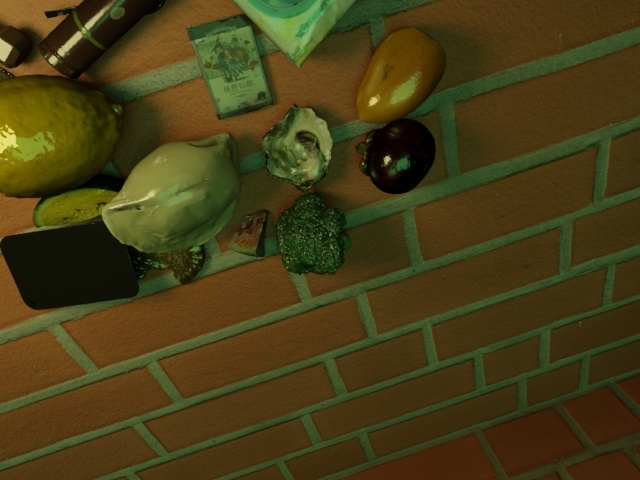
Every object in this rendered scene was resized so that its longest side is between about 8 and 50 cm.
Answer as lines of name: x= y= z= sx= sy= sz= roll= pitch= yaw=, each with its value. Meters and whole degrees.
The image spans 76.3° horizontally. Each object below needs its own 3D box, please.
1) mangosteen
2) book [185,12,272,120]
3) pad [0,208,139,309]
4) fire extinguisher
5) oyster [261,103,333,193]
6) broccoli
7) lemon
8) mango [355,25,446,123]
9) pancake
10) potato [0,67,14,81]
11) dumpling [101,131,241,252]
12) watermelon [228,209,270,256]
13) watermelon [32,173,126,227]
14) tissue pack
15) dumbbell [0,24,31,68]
mangosteen: x=0.217 y=-0.248 z=1.165 sx=0.216 sy=0.216 sz=0.216 roll=-5 pitch=121 yaw=-9
book: x=-0.227 y=-0.441 z=1.048 sx=0.158 sy=0.026 sz=0.231 roll=-16 pitch=122 yaw=-2
pad: x=-0.737 y=0.040 z=1.209 sx=0.376 sy=0.063 sz=0.314 roll=-7 pitch=110 yaw=4
fire extinguisher: x=-0.477 y=-0.516 z=0.903 sx=0.341 sy=0.105 sz=0.141 roll=-35 pitch=122 yaw=12
oyster: x=-0.058 y=-0.260 z=1.158 sx=0.214 sy=0.083 sz=0.222 roll=29 pitch=107 yaw=-29
broccoli: x=0.000 y=0.000 z=1.253 sx=0.269 sy=0.269 sz=0.254 roll=31 pitch=119 yaw=-26
lemon: x=-0.641 y=-0.244 z=0.944 sx=0.285 sy=0.285 sz=0.316 roll=35 pitch=87 yaw=-27
mango: x=0.204 y=-0.417 z=1.082 sx=0.187 sy=0.138 sz=0.256 roll=29 pitch=102 yaw=-10
pancake: x=-0.512 y=0.041 z=1.270 sx=0.288 sy=0.033 sz=0.286 roll=-30 pitch=123 yaw=7
potato: x=-0.791 y=-0.376 z=0.948 sx=0.086 sy=0.061 sz=0.122 roll=-42 pitch=119 yaw=16
dumpling: x=-0.355 y=-0.100 z=1.094 sx=0.395 sy=0.233 sz=0.315 roll=-40 pitch=139 yaw=-25
watermelon: x=-0.220 y=-0.013 z=1.258 sx=0.098 sy=0.121 sz=0.158 roll=15 pitch=114 yaw=5
watermelon: x=-0.627 y=-0.109 z=1.101 sx=0.302 sy=0.123 sz=0.129 roll=-13 pitch=118 yaw=-11
tissue pack: x=-0.099 y=-0.631 z=0.883 sx=0.388 sy=0.162 sz=0.287 roll=37 pitch=108 yaw=-28
dumbbell: x=-0.763 y=-0.478 z=0.879 sx=0.231 sy=0.092 sz=0.082 roll=35 pitch=79 yaw=-28
